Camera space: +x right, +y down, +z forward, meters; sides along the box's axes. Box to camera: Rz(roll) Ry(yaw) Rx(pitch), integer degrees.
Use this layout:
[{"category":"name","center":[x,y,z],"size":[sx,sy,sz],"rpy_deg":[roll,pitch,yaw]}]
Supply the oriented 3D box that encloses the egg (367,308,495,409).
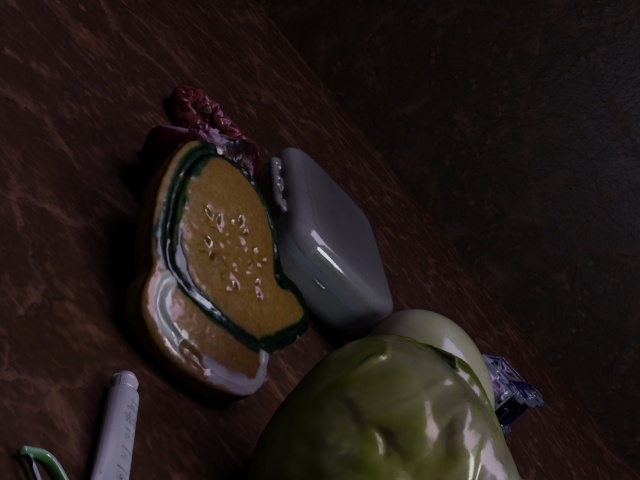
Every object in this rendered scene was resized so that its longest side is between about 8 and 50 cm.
[{"category":"egg","center":[0.167,0.225,1.542],"size":[0.253,0.189,0.188],"rpy_deg":[61,16,11]}]

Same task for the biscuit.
[{"category":"biscuit","center":[-0.108,0.043,1.217],"size":[0.287,0.057,0.343],"rpy_deg":[45,34,-34]}]

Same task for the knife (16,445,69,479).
[{"category":"knife","center":[-0.179,0.250,0.769],"size":[0.212,0.015,0.054],"rpy_deg":[58,8,28]}]

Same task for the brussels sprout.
[{"category":"brussels sprout","center":[0.063,0.248,1.010],"size":[0.242,0.274,0.316],"rpy_deg":[69,-1,-53]}]

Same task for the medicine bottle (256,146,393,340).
[{"category":"medicine bottle","center":[0.000,0.000,1.723],"size":[0.282,0.123,0.375],"rpy_deg":[43,15,-23]}]

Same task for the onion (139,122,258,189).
[{"category":"onion","center":[-0.189,-0.093,1.417],"size":[0.173,0.135,0.198],"rpy_deg":[12,-2,-42]}]

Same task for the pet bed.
[{"category":"pet bed","center":[-0.191,-0.195,1.771],"size":[0.201,0.053,0.201],"rpy_deg":[41,16,-15]}]

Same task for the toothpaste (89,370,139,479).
[{"category":"toothpaste","center":[-0.183,0.183,0.897],"size":[0.048,0.031,0.190],"rpy_deg":[52,15,-27]}]

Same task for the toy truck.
[{"category":"toy truck","center":[0.338,0.303,2.017],"size":[0.155,0.124,0.268],"rpy_deg":[49,10,23]}]
